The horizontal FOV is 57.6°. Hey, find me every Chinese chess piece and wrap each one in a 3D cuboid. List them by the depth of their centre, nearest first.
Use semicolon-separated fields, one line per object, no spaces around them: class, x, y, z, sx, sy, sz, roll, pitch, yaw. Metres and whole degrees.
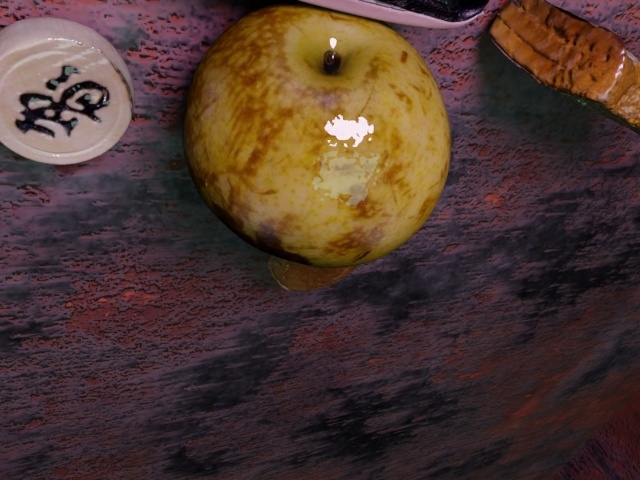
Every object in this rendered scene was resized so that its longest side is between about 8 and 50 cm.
Chinese chess piece;-0.255;-0.141;0.564;0.144;0.058;0.144;-17;137;-17

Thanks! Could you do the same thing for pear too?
pear;-0.004;-0.098;0.606;0.283;0.284;0.284;-17;137;-16

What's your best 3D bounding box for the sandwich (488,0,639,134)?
sandwich;0.346;-0.210;0.725;0.251;0.226;0.087;11;127;-36

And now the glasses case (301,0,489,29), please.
glasses case;0.009;-0.268;0.505;0.314;0.122;0.075;8;162;-14

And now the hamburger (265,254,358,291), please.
hamburger;0.000;0.000;0.802;0.185;0.131;0.159;10;129;-42
